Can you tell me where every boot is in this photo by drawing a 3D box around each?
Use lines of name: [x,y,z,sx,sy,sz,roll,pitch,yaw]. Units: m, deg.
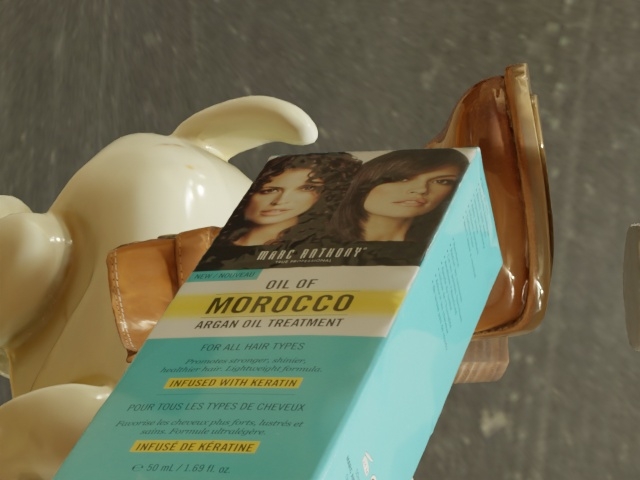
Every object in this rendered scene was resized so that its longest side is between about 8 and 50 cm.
boot: [0.000,0.000,0.961,0.220,0.283,0.109,2,68,-4]

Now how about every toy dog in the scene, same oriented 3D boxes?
toy dog: [-0.080,0.127,1.348,0.395,0.408,0.284,-41,135,2]

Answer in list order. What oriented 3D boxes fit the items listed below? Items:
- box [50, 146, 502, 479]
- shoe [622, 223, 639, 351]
box: [-0.006,0.046,0.716,0.100,0.244,0.060,-2,119,20]
shoe: [0.194,0.010,0.872,0.081,0.178,0.064,-2,73,-2]
